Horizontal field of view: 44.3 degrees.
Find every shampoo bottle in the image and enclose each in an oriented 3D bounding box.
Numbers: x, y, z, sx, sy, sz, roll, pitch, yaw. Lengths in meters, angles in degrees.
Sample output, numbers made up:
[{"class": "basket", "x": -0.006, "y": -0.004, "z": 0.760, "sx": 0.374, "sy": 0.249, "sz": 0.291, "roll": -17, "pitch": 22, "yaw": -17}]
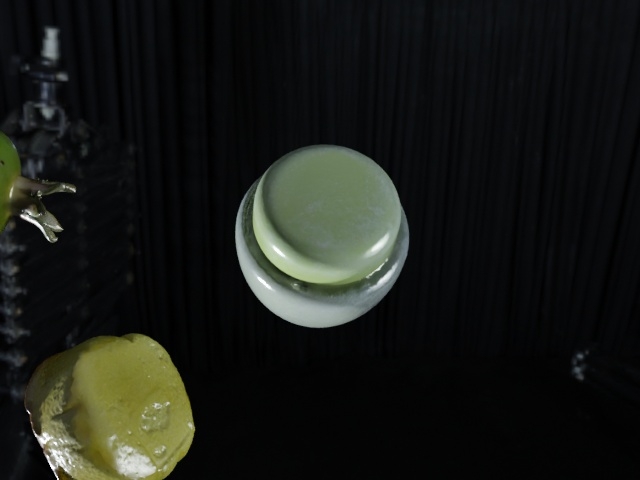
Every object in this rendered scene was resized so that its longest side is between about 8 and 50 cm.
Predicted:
[{"class": "shampoo bottle", "x": 0.000, "y": 0.000, "z": 1.484, "sx": 0.322, "sy": 0.317, "sz": 0.322, "roll": 4, "pitch": -118, "yaw": -7}]

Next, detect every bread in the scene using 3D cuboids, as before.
[{"class": "bread", "x": -0.330, "y": 0.277, "z": 1.250, "sx": 0.148, "sy": 0.270, "sz": 0.270, "roll": -30, "pitch": -176, "yaw": 30}]

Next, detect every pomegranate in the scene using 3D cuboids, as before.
[{"class": "pomegranate", "x": -0.441, "y": -0.066, "z": 1.025, "sx": 0.224, "sy": 0.182, "sz": 0.181, "roll": 16, "pitch": -160, "yaw": -8}]
